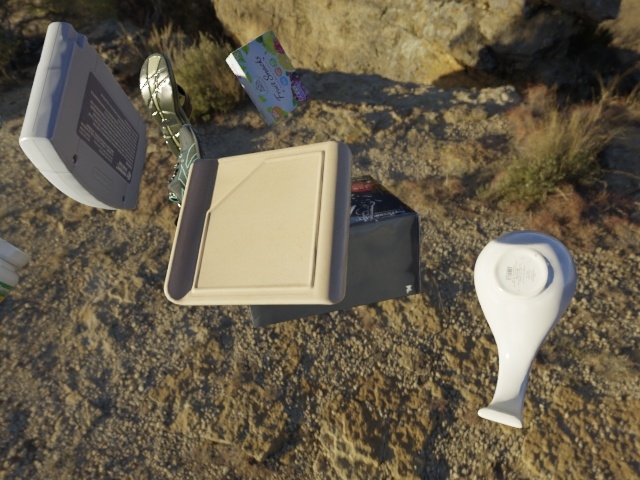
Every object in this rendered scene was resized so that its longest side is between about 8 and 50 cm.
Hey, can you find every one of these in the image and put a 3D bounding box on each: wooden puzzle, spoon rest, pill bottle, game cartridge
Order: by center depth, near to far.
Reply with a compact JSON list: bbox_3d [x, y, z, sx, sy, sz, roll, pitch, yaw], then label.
[{"bbox_3d":[-0.078,-0.021,0.562,0.238,0.044,0.221,-2,68,16],"label":"wooden puzzle"},{"bbox_3d":[0.282,0.117,0.605,0.137,0.084,0.276,7,76,33],"label":"spoon rest"},{"bbox_3d":[-0.353,-0.158,0.661,0.060,0.294,0.196,1,77,-4],"label":"game cartridge"},{"bbox_3d":[-0.709,0.092,0.859,0.117,0.117,0.208,20,66,30],"label":"pill bottle"}]

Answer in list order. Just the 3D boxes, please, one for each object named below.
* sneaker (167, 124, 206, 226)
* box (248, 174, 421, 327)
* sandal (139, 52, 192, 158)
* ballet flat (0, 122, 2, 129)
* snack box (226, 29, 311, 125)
[{"bbox_3d":[-0.312,-0.152,0.990,0.106,0.101,0.267,-13,74,-11],"label":"sneaker"},{"bbox_3d":[0.000,0.000,0.916,0.343,0.179,0.312,-11,25,-8],"label":"box"},{"bbox_3d":[-0.413,-0.370,1.189,0.120,0.303,0.086,6,38,25],"label":"sandal"},{"bbox_3d":[-0.713,-0.176,0.709,0.139,0.139,0.400,-8,33,4],"label":"ballet flat"},{"bbox_3d":[-0.096,-0.306,0.795,0.100,0.141,0.037,-42,22,-20],"label":"snack box"}]
